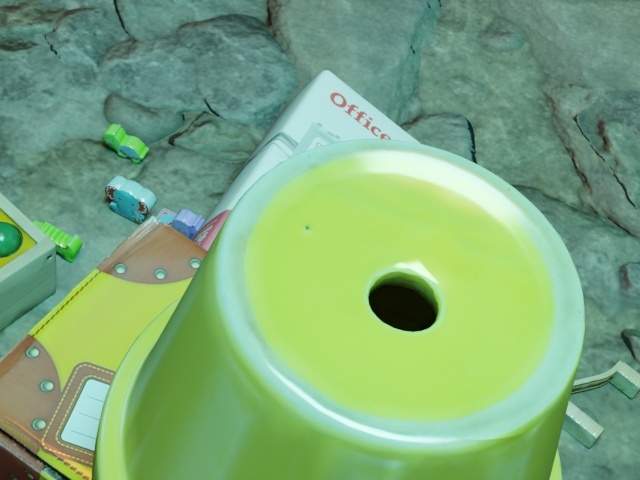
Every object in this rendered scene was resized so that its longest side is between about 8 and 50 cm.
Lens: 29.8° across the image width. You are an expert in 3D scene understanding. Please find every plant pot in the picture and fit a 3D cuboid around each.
[{"bbox_3d":[0.015,0.087,0.603,0.254,0.239,0.254,6,53,-8],"label":"plant pot"}]

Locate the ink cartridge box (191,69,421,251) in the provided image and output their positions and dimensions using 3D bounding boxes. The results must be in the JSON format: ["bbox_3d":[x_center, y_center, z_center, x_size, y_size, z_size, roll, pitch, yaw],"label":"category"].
[{"bbox_3d":[0.000,0.000,1.174,0.207,0.117,0.283,37,53,-9],"label":"ink cartridge box"}]

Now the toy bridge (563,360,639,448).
[{"bbox_3d":[0.249,0.176,1.188,0.063,0.026,0.188,39,55,18],"label":"toy bridge"}]

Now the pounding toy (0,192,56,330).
[{"bbox_3d":[-0.386,0.022,1.125,0.181,0.094,0.206,40,56,18],"label":"pounding toy"}]

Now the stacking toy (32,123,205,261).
[{"bbox_3d":[-0.164,-0.026,1.235,0.221,0.052,0.167,24,53,7],"label":"stacking toy"}]

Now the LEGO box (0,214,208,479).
[{"bbox_3d":[0.010,0.274,0.847,0.500,0.372,0.193,33,54,12],"label":"LEGO box"}]
